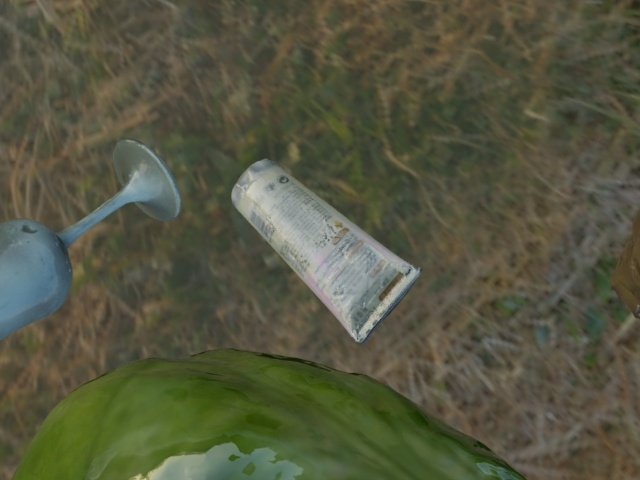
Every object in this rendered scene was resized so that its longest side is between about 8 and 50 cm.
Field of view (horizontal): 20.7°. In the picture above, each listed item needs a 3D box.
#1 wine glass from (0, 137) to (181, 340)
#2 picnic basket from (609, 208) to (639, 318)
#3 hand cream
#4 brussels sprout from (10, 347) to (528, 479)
[{"bbox_3d":[-0.199,0.004,1.323,0.195,0.079,0.079,-38,111,-32],"label":"wine glass"},{"bbox_3d":[0.393,-0.002,1.233,0.293,0.337,0.337,25,98,-9],"label":"picnic basket"},{"bbox_3d":[0.000,0.000,1.121,0.061,0.143,0.039,-48,152,2],"label":"hand cream"},{"bbox_3d":[-0.003,0.164,0.731,0.271,0.210,0.219,12,98,29],"label":"brussels sprout"}]
